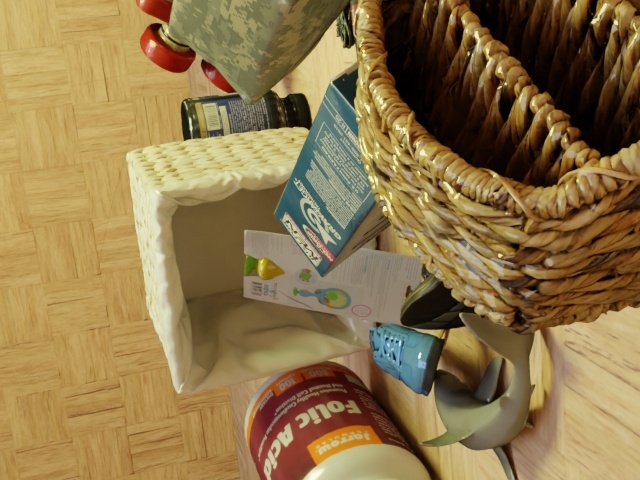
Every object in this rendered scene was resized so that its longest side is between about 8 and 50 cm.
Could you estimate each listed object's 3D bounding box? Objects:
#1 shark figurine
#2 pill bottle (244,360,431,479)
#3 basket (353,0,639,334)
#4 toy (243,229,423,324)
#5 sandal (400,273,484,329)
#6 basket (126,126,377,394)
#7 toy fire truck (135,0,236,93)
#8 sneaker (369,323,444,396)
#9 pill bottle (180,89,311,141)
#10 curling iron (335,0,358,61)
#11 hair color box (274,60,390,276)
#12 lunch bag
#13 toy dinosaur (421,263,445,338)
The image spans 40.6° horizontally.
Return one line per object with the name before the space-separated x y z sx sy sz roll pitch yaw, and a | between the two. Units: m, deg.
shark figurine | 0.159 0.180 0.907 0.278 0.116 0.166 107 149 -63
pill bottle | 0.033 0.355 1.267 0.392 0.224 0.224 -134 37 -65
basket | 0.140 -0.121 0.578 0.223 0.213 0.299 95 159 -46
toy | 0.015 0.038 1.177 0.137 0.237 0.056 96 -179 -45
sandal | 0.146 0.028 0.919 0.219 0.090 0.060 103 173 -50
basket | -0.108 0.010 1.341 0.266 0.331 0.328 -133 36 -59
toy fire truck | -0.208 -0.425 1.579 0.169 0.302 0.254 -49 43 30
sneaker | 0.095 0.135 1.019 0.209 0.082 0.069 109 180 -87
pill bottle | -0.133 -0.206 1.549 0.123 0.219 0.123 171 90 -76
curling iron | 0.066 -0.211 1.160 0.068 0.035 0.274 104 154 -66
hair color box | 0.067 -0.092 0.912 0.105 0.174 0.347 52 160 8
lunch bag | -0.017 -0.333 0.958 0.169 0.287 0.235 43 158 2
toy dinosaur | 0.143 0.056 1.038 0.092 0.053 0.183 -100 -9 -68
